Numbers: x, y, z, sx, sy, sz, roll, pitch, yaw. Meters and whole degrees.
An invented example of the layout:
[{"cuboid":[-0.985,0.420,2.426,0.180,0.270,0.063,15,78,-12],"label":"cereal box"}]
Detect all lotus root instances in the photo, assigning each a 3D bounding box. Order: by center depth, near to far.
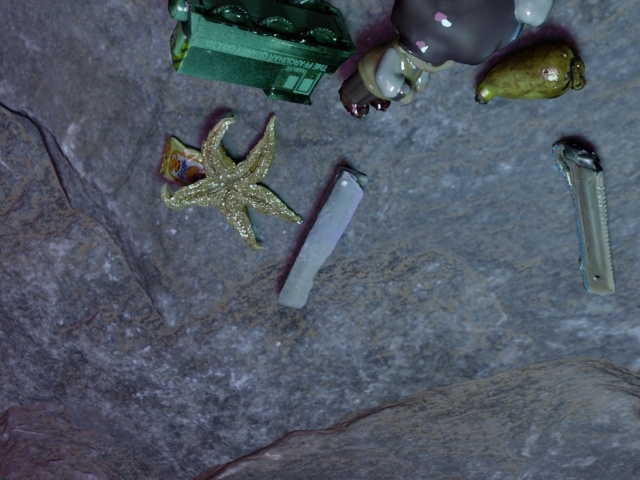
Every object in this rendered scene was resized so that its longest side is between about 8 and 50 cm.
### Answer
[{"cuboid":[0.345,-0.280,1.291,0.190,0.108,0.095,-4,97,33],"label":"lotus root"}]

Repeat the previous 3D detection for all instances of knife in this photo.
[{"cuboid":[0.510,-0.037,1.454,0.089,0.043,0.365,18,139,47],"label":"knife"}]

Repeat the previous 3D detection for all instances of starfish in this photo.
[{"cuboid":[-0.162,-0.111,1.585,0.299,0.060,0.302,-31,122,14],"label":"starfish"}]

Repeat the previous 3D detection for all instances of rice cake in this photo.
[{"cuboid":[-0.001,0.000,1.613,0.070,0.064,0.399,20,128,-10],"label":"rice cake"}]

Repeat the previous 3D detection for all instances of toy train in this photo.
[{"cuboid":[-0.107,-0.334,1.287,0.330,0.139,0.178,4,142,-31],"label":"toy train"}]

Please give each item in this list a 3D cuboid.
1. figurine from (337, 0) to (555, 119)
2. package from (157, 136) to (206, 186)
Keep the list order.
[{"cuboid":[0.175,-0.311,1.237,0.206,0.218,0.365,61,140,25],"label":"figurine"},{"cuboid":[-0.276,-0.153,1.605,0.120,0.031,0.108,24,127,-1],"label":"package"}]
